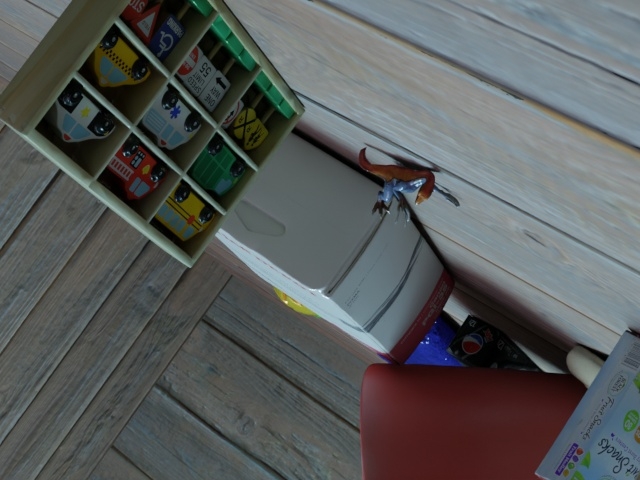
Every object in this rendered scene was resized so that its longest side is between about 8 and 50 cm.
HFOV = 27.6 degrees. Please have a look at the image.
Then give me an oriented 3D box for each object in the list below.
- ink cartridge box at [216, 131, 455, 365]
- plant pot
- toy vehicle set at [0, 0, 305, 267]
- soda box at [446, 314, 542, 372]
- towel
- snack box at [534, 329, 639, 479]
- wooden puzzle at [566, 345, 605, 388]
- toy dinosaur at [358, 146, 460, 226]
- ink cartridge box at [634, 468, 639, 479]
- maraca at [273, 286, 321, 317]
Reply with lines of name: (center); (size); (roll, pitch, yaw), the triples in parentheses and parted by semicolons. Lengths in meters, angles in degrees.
ink cartridge box: (0.000, 0.000, 1.300); (0.207, 0.117, 0.283); (33, 174, 24)
plant pot: (0.183, 0.253, 1.381); (0.243, 0.275, 0.275); (-6, 163, 10)
toy vehicle set: (-0.115, -0.097, 0.974); (0.035, 0.166, 0.267); (32, 173, 28)
soda box: (0.223, 0.158, 1.586); (0.060, 0.053, 0.169); (29, 172, 45)
towel: (0.149, 0.145, 1.843); (0.227, 0.076, 0.308); (21, 165, 40)
snack box: (0.247, 0.158, 1.071); (0.037, 0.141, 0.100); (26, 169, 49)
wooden puzzle: (0.358, 0.204, 1.230); (0.238, 0.044, 0.221); (44, 178, -27)
toy dinosaur: (0.062, -0.044, 1.024); (0.090, 0.047, 0.082); (45, 156, 3)
ink cartridge box: (0.347, 0.233, 0.932); (0.197, 0.114, 0.273); (18, 155, 34)
maraca: (-0.024, 0.032, 1.750); (0.186, 0.099, 0.127); (-127, 27, -65)
